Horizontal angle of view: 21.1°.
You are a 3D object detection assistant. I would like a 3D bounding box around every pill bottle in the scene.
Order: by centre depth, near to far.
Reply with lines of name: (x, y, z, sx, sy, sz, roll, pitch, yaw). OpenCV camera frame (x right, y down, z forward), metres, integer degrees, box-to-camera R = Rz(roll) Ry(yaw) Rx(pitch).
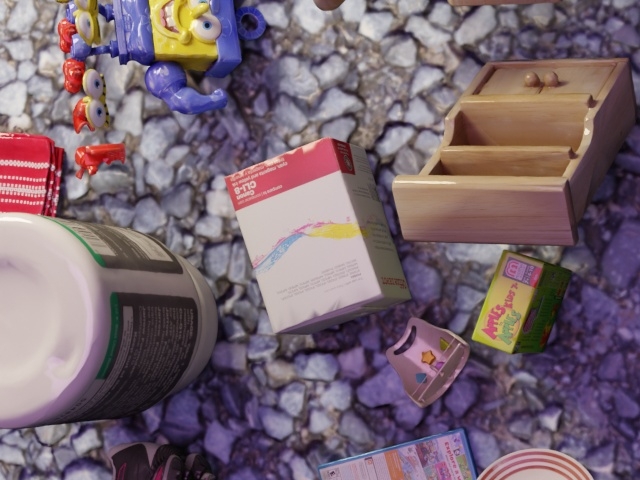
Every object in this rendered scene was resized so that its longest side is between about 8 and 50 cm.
pill bottle: (-0.242, 0.083, 1.743, 0.204, 0.361, 0.204, -1, 86, 17)

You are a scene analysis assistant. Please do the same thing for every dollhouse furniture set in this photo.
dollhouse furniture set: (0.160, -0.227, 1.595, 0.362, 0.256, 0.394, 2, 123, 27)

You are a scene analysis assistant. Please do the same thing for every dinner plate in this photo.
dinner plate: (0.217, 0.279, 1.753, 0.141, 0.017, 0.141, -8, 58, 13)

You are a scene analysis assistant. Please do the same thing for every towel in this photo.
towel: (-0.401, 0.009, 1.969, 0.199, 0.031, 0.275, 7, 89, 18)

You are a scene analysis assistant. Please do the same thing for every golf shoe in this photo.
golf shoe: (-0.199, 0.353, 1.865, 0.120, 0.105, 0.273, 12, 84, 33)

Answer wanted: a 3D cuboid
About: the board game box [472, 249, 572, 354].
board game box: (0.202, 0.062, 1.705, 0.043, 0.181, 0.092, 21, 93, 17)

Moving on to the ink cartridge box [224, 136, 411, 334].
ink cartridge box: (0.000, 0.000, 1.797, 0.127, 0.128, 0.176, -21, 81, 15)

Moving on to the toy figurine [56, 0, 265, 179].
toy figurine: (-0.173, -0.252, 1.888, 0.217, 0.191, 0.363, -5, 77, -14)

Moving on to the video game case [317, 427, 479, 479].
video game case: (0.089, 0.275, 1.814, 0.166, 0.015, 0.119, -17, 82, 15)

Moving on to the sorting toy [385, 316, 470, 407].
sorting toy: (0.109, 0.121, 1.805, 0.075, 0.045, 0.083, 39, 98, 22)
